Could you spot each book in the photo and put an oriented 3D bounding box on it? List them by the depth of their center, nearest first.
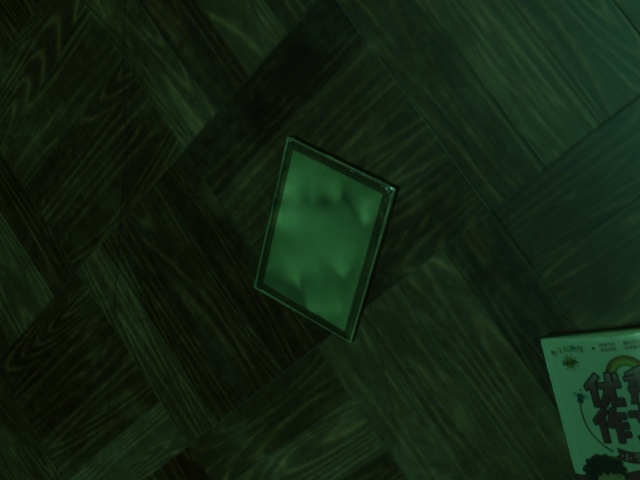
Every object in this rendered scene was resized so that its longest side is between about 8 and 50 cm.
[{"bbox_3d":[0.345,0.207,1.058,0.162,0.022,0.231,-12,98,37],"label":"book"}]

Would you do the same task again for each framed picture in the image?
[{"bbox_3d":[0.000,0.000,1.250,0.173,0.010,0.231,29,119,26],"label":"framed picture"}]
